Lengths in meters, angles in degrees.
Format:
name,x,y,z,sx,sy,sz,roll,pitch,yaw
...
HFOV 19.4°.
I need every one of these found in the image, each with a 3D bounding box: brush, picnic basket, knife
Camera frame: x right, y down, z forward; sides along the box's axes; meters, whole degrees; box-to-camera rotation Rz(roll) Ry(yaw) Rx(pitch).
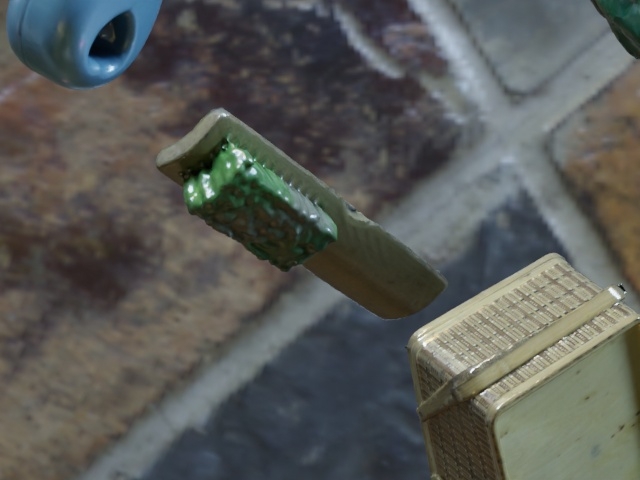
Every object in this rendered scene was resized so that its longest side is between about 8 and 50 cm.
name,x,y,z,sx,sy,sz,roll,pitch,yaw
brush,0.000,0.000,1.119,0.054,0.048,0.282,-32,148,16
picnic basket,0.121,0.101,1.027,0.115,0.079,0.164,-29,130,-22
knife,-0.031,-0.157,0.553,0.058,0.032,0.244,6,113,-61

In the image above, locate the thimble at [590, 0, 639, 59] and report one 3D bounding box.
name,x,y,z,sx,sy,sz,roll,pitch,yaw
thimble,0.317,-0.206,1.260,0.254,0.288,0.167,-9,130,-20
